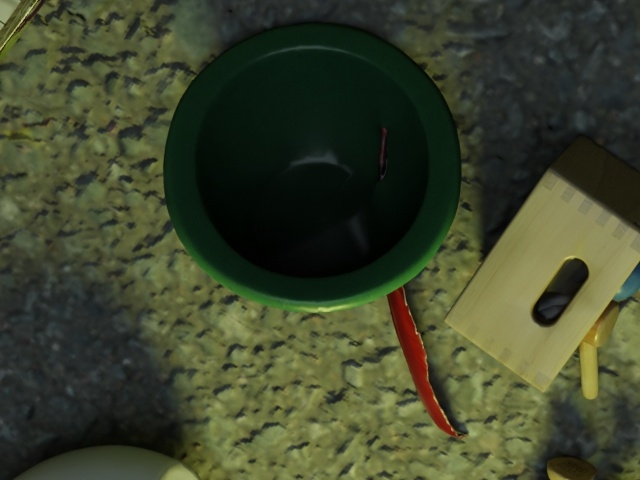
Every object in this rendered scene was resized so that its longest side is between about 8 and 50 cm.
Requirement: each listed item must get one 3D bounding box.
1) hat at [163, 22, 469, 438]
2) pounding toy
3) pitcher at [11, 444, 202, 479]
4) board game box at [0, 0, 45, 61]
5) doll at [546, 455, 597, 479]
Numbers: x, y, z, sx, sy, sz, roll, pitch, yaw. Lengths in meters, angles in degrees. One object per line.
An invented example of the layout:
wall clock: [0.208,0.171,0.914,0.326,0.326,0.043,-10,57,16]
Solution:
hat: [0.000,0.000,1.221,0.173,0.183,0.208,-3,68,1]
pounding toy: [0.147,0.029,1.166,0.100,0.130,0.141,35,110,7]
pitcher: [-0.160,0.219,1.279,0.207,0.125,0.178,-16,128,23]
board game box: [-0.321,-0.114,1.209,0.208,0.056,0.347,39,110,-3]
doll: [0.141,0.232,1.264,0.129,0.046,0.189,23,106,20]
